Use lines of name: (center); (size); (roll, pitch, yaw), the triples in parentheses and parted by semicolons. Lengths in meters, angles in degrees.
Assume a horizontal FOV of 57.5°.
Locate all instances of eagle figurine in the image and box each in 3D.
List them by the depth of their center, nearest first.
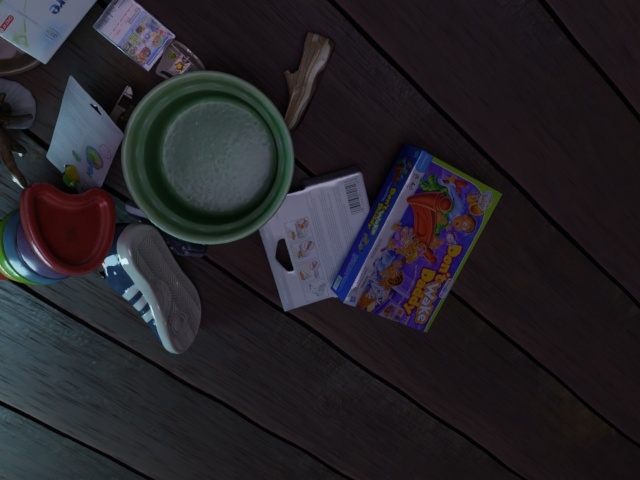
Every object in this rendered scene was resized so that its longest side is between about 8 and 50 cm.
eagle figurine: (-0.677, -0.178, 1.039); (0.298, 0.225, 0.226); (-13, 73, 28)

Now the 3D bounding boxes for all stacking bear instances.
stacking bear: (-0.544, 0.005, 1.096); (0.289, 0.175, 0.164); (-11, 83, 34)

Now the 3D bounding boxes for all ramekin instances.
ramekin: (-0.199, -0.154, 1.091); (0.303, 0.148, 0.304); (0, 99, -2)

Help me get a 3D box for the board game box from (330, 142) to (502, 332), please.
board game box: (0.205, 0.001, 1.249); (0.233, 0.078, 0.347); (22, 100, -27)

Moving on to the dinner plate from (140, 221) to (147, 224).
dinner plate: (-0.309, -0.066, 1.213); (0.141, 0.017, 0.141); (-4, 114, -9)

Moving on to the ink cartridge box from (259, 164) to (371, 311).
ink cartridge box: (0.000, 0.000, 1.269); (0.238, 0.060, 0.275); (-16, 115, -2)

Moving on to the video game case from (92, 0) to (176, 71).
video game case: (-0.342, -0.386, 1.076); (0.122, 0.011, 0.087); (38, 101, -21)

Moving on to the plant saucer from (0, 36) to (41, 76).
plant saucer: (-0.578, -0.425, 0.998); (0.277, 0.041, 0.278); (-4, 115, -9)

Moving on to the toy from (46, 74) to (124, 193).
toy: (-0.422, -0.180, 1.072); (0.137, 0.056, 0.237); (47, 133, 0)

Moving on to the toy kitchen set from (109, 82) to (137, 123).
toy kitchen set: (-0.343, -0.245, 1.095); (0.075, 0.083, 0.068); (31, 105, -19)

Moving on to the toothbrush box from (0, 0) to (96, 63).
toothbrush box: (-0.482, -0.442, 0.865); (0.206, 0.122, 0.283); (-42, 137, 15)

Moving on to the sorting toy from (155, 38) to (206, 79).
sorting toy: (-0.269, -0.325, 1.099); (0.075, 0.045, 0.083); (-41, 114, 17)

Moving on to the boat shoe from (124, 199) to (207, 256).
boat shoe: (-0.311, -0.021, 1.186); (0.183, 0.065, 0.083); (16, 111, -14)

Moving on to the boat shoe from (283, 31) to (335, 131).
boat shoe: (-0.040, -0.310, 1.136); (0.072, 0.068, 0.190); (24, 97, -5)

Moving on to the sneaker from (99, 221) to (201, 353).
sneaker: (-0.369, 0.098, 1.229); (0.148, 0.131, 0.350); (7, 131, 25)
